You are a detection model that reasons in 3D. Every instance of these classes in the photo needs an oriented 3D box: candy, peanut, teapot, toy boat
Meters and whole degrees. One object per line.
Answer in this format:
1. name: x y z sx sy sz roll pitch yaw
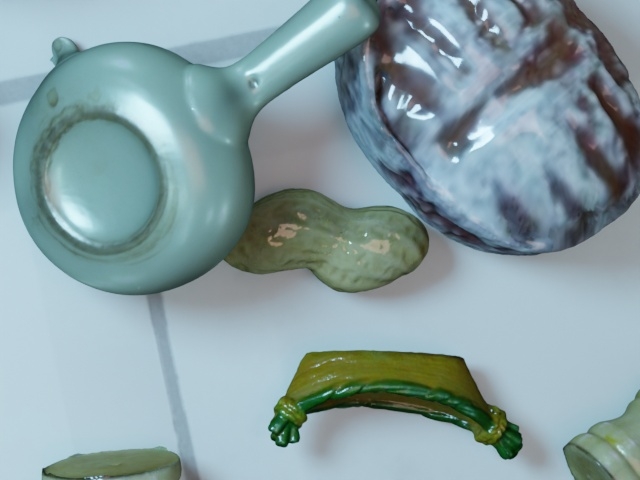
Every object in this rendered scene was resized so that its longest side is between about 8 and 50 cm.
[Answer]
1. candy: 0.146 -0.115 1.602 0.214 0.157 0.289 -46 100 -10
2. peanut: 0.000 0.000 1.628 0.187 0.082 0.082 10 92 -8
3. teapot: -0.096 -0.077 1.537 0.318 0.149 0.220 -9 98 22
4. toy boat: 0.066 0.142 1.638 0.229 0.089 0.088 3 79 -12

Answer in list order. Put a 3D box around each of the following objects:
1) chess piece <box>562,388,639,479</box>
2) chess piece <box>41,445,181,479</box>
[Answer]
1. chess piece: 0.319 0.159 1.689 0.200 0.090 0.090 -35 98 -16
2. chess piece: -0.162 0.380 1.611 0.117 0.117 0.397 -5 95 -8
